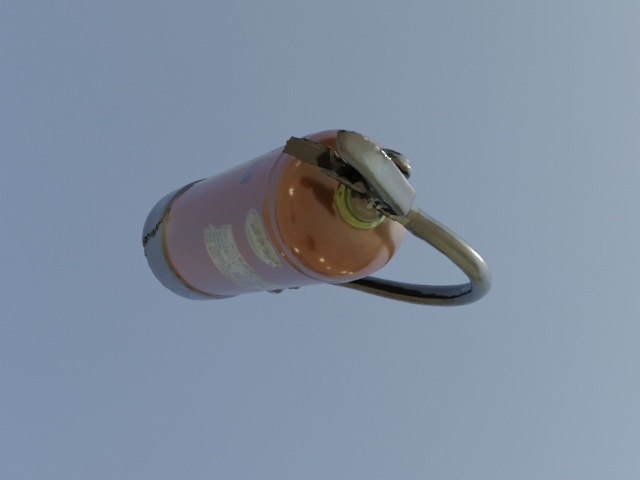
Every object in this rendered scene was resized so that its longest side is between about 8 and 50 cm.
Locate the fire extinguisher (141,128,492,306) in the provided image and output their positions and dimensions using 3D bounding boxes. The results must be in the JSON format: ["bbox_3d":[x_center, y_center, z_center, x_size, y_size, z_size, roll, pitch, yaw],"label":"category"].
[{"bbox_3d":[0.000,-0.011,0.816,0.200,0.376,0.113,12,-102,-26],"label":"fire extinguisher"}]
